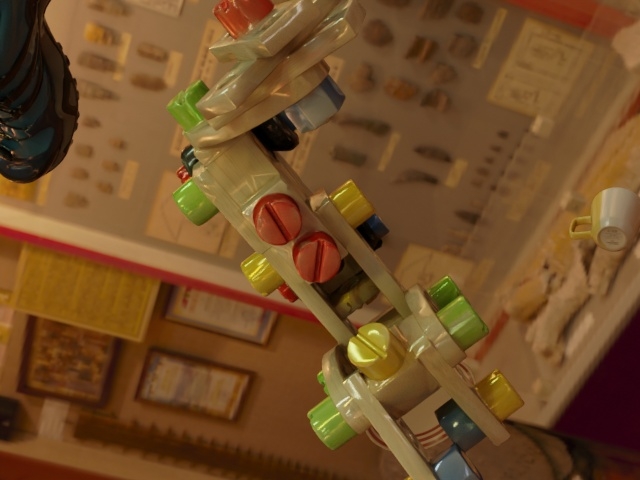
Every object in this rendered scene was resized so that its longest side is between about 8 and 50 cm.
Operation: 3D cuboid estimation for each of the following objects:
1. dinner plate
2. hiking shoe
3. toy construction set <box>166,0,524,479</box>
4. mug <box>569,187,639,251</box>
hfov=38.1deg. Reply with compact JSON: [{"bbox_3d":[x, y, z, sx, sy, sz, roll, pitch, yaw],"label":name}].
[{"bbox_3d":[0.114,0.186,1.072,0.017,0.141,0.141,-119,45,-58],"label":"dinner plate"},{"bbox_3d":[-0.286,-0.155,0.787,0.132,0.113,0.304,-54,-17,-42],"label":"hiking shoe"},{"bbox_3d":[0.000,0.000,0.579,0.215,0.151,0.328,-109,-5,-69],"label":"toy construction set"},{"bbox_3d":[0.339,-0.015,1.085,0.078,0.062,0.064,-46,7,40],"label":"mug"}]
